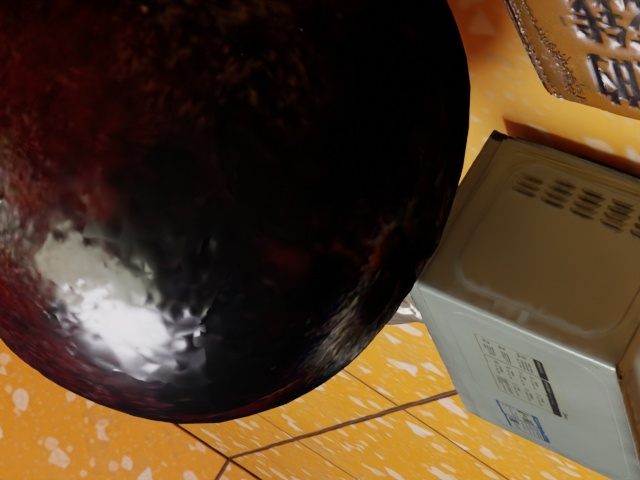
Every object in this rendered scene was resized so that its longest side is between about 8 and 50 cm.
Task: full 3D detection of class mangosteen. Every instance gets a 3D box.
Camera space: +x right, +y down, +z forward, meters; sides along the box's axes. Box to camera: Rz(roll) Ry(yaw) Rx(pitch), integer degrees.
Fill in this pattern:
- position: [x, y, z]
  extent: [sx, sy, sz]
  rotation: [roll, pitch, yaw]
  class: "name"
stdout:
- position: [-0.073, -0.059, 0.710]
  extent: [0.300, 0.300, 0.300]
  rotation: [29, 162, 11]
  class: "mangosteen"

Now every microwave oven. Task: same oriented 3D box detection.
- position: [0.162, 0.048, 0.867]
  extent: [0.162, 0.122, 0.208]
  rotation: [22, 160, 28]
  class: "microwave oven"

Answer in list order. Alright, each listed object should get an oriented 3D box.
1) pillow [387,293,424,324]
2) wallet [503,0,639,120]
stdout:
- position: [0.000, 0.000, 1.077]
  extent: [0.270, 0.067, 0.173]
  rotation: [36, 163, -31]
  class: "pillow"
- position: [0.161, -0.105, 0.601]
  extent: [0.196, 0.042, 0.161]
  rotation: [17, 156, 40]
  class: "wallet"
